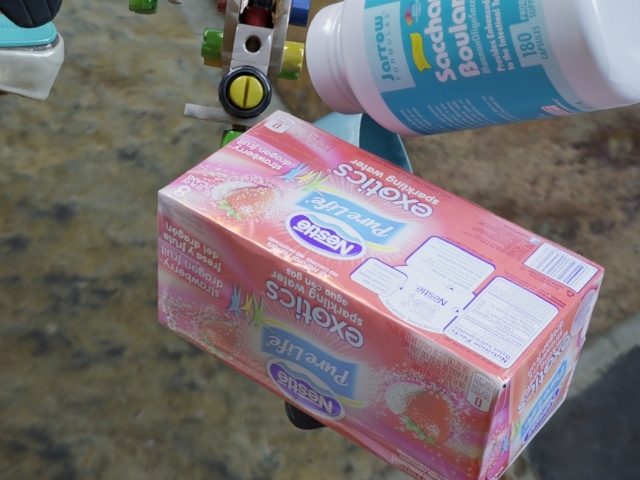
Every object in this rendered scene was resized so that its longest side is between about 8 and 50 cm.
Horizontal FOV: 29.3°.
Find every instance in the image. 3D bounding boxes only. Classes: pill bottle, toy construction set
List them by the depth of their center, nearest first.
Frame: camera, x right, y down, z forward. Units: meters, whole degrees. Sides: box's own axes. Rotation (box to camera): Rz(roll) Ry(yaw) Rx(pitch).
[{"bbox_3d":[0.117,-0.157,0.920,0.264,0.146,0.146,-6,102,40],"label":"pill bottle"},{"bbox_3d":[-0.045,-0.204,1.428,0.309,0.257,0.237,7,85,-28],"label":"toy construction set"}]

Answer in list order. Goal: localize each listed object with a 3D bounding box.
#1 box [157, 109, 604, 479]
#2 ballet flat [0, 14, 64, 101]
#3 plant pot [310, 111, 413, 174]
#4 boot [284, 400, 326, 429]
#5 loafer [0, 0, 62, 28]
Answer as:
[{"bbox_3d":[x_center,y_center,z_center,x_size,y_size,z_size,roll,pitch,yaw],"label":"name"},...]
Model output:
[{"bbox_3d":[0.035,0.044,0.919,0.300,0.154,0.142,28,134,24],"label":"box"},{"bbox_3d":[-0.355,-0.164,1.088,0.249,0.086,0.086,5,100,-21],"label":"ballet flat"},{"bbox_3d":[0.000,0.000,1.424,0.195,0.290,0.290,-12,99,17],"label":"plant pot"},{"bbox_3d":[0.139,0.177,1.511,0.264,0.280,0.096,-22,80,45],"label":"boot"},{"bbox_3d":[-0.215,-0.212,0.768,0.062,0.061,0.170,-29,103,-16],"label":"loafer"}]
